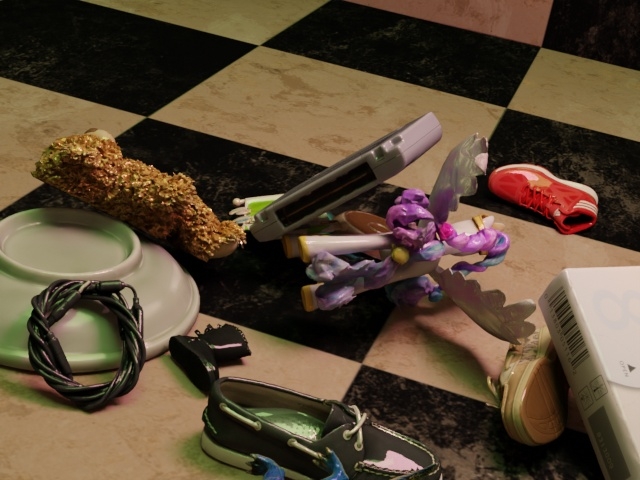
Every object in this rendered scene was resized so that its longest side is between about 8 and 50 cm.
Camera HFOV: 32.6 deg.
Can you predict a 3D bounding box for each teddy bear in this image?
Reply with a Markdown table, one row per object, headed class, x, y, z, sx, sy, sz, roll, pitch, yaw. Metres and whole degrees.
| class | x | y | z | sx | sy | sz | roll | pitch | yaw |
| --- | --- | --- | --- | --- | --- | --- | --- | --- | --- |
| teddy bear | -0.266 | -0.070 | 1.676 | 0.338 | 0.113 | 0.245 | 27 | -7 | -8 |

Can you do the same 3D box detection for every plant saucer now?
| class | x | y | z | sx | sy | sz | roll | pitch | yaw |
| --- | --- | --- | --- | --- | --- | --- | --- | --- | --- |
| plant saucer | -0.369 | 0.041 | 1.576 | 0.400 | 0.101 | 0.400 | 8 | 27 | -4 |
| plant saucer | 0.097 | -0.010 | 1.883 | 0.168 | 0.029 | 0.168 | 19 | 20 | -7 |

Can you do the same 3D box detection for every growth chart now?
| class | x | y | z | sx | sy | sz | roll | pitch | yaw |
| --- | --- | --- | --- | --- | --- | --- | --- | --- | --- |
| growth chart | -0.063 | -0.042 | 1.856 | 0.172 | 0.021 | 0.237 | -9 | 20 | -11 |

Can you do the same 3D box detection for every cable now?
| class | x | y | z | sx | sy | sz | roll | pitch | yaw |
| --- | --- | --- | --- | --- | --- | --- | --- | --- | --- |
| cable | -0.301 | 0.128 | 1.403 | 0.150 | 0.047 | 0.184 | 10 | 57 | -21 |

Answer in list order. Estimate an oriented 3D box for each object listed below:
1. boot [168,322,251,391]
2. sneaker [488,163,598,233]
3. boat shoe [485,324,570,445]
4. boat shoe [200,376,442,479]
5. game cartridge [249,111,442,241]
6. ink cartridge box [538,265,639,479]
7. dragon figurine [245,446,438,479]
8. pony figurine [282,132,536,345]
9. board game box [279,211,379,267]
| class | x | y | z | sx | sy | sz | roll | pitch | yaw |
| --- | --- | --- | --- | --- | --- | --- | --- | --- | --- |
| boot | -0.140 | 0.157 | 1.491 | 0.099 | 0.045 | 0.121 | -6 | 29 | -35 |
| sneaker | 0.436 | -0.081 | 2.127 | 0.221 | 0.087 | 0.128 | 10 | 25 | 3 |
| boat shoe | 0.287 | 0.203 | 1.508 | 0.089 | 0.105 | 0.285 | -17 | 9 | 26 |
| boat shoe | 0.004 | 0.239 | 1.319 | 0.302 | 0.091 | 0.114 | 10 | 26 | 0 |
| game cartridge | 0.045 | -0.099 | 1.702 | 0.297 | 0.062 | 0.198 | -27 | 2 | 32 |
| ink cartridge box | 0.517 | 0.181 | 1.477 | 0.385 | 0.091 | 0.308 | -2 | 57 | -22 |
| dragon figurine | -0.012 | 0.304 | 1.188 | 0.289 | 0.085 | 0.144 | 2 | 29 | -6 |
| pony figurine | 0.145 | 0.012 | 1.627 | 0.363 | 0.303 | 0.351 | -10 | 2 | -8 |
| board game box | 0.000 | 0.000 | 1.872 | 0.126 | 0.026 | 0.186 | -7 | 31 | -31 |
